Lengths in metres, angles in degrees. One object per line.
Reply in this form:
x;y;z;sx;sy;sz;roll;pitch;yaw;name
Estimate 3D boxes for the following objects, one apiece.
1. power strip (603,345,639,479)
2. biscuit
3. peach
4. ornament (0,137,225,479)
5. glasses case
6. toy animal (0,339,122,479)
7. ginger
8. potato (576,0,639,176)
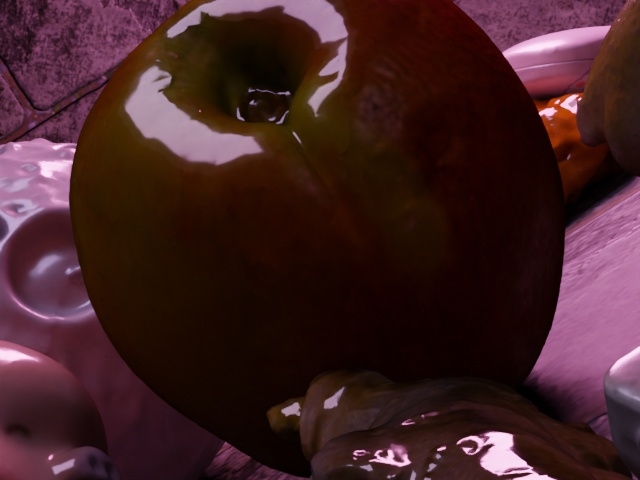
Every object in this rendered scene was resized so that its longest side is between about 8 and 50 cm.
0.209;0.018;0.408;0.270;0.046;0.118;-29;28;-21;power strip
0.130;-0.036;1.329;0.318;0.110;0.312;-33;7;-10;biscuit
0.000;0.000;0.818;0.308;0.308;0.332;-35;-36;-18;peach
-0.218;0.081;1.085;0.337;0.337;0.337;-32;5;3;ornament
0.305;-0.183;1.392;0.297;0.075;0.113;-8;3;-38;glasses case
-0.250;0.199;0.789;0.326;0.269;0.237;-24;-34;24;toy animal
0.056;0.104;0.523;0.166;0.080;0.333;-7;9;-8;ginger
0.303;-0.141;0.818;0.351;0.202;0.218;-35;42;36;potato
